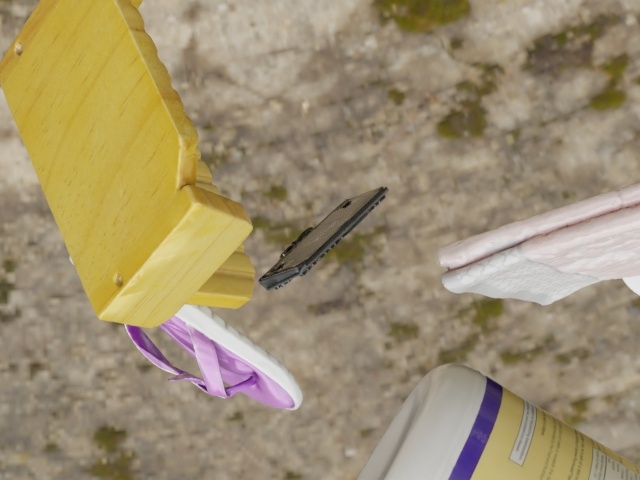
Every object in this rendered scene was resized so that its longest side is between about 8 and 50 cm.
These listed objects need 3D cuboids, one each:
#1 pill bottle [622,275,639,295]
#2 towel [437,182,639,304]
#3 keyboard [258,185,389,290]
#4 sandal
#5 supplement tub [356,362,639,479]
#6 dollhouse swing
[{"bbox_3d":[0.471,-0.019,1.883,0.121,0.221,0.121,16,127,22],"label":"pill bottle"},{"bbox_3d":[0.324,0.004,1.555,0.317,0.053,0.332,-18,166,24],"label":"towel"},{"bbox_3d":[0.000,0.000,1.651,0.108,0.180,0.023,-19,108,48],"label":"keyboard"},{"bbox_3d":[-0.191,0.134,1.897,0.169,0.102,0.416,10,154,51],"label":"sandal"},{"bbox_3d":[0.175,0.268,1.071,0.331,0.241,0.241,30,129,2],"label":"supplement tub"},{"bbox_3d":[-0.161,-0.110,1.681,0.305,0.346,0.315,-3,148,-43],"label":"dollhouse swing"}]
